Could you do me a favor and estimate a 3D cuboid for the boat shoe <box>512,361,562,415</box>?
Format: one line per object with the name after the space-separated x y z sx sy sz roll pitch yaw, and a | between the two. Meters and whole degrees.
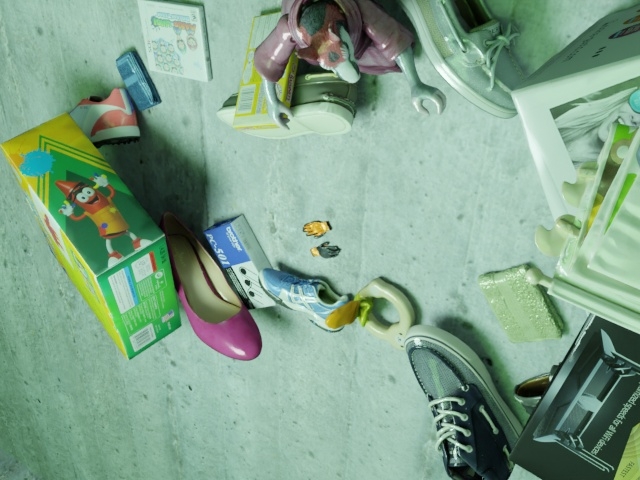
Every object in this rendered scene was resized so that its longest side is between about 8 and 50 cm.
0.426 0.244 1.182 0.079 0.084 0.233 48 138 1 | boat shoe

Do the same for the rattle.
0.130 0.179 1.333 0.130 0.143 0.200 -42 83 27 | rattle

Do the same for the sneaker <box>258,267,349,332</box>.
-0.031 0.106 1.454 0.211 0.080 0.081 27 126 8 | sneaker

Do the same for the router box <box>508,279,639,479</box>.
0.363 0.184 0.718 0.243 0.081 0.309 30 134 19 | router box

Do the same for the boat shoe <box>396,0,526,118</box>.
0.196 -0.316 0.968 0.103 0.118 0.320 -34 87 46 | boat shoe

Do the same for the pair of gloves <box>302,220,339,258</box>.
0.000 0.000 1.398 0.074 0.010 0.083 -7 114 40 | pair of gloves

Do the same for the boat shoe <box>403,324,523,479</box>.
0.253 0.321 1.280 0.127 0.158 0.340 -27 109 44 | boat shoe

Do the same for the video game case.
-0.282 -0.388 1.350 0.157 0.019 0.143 17 127 28 | video game case

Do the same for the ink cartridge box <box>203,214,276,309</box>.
-0.166 0.051 1.534 0.097 0.046 0.207 -15 108 42 | ink cartridge box

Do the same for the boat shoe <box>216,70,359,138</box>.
-0.060 -0.241 1.228 0.305 0.091 0.109 6 164 40 | boat shoe

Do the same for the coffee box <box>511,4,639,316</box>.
0.464 -0.097 0.746 0.334 0.337 0.338 -10 111 41 | coffee box

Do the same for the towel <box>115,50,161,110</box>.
-0.385 -0.331 1.460 0.067 0.029 0.119 -11 111 42 | towel

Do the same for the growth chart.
0.299 -0.027 0.601 0.172 0.021 0.237 34 108 19 | growth chart

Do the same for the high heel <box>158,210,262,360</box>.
-0.254 0.100 1.529 0.377 0.127 0.181 39 146 31 | high heel

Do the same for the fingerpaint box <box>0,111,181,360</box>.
-0.481 0.006 1.528 0.371 0.163 0.445 48 156 20 | fingerpaint box

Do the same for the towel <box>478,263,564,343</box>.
0.343 0.113 1.199 0.110 0.027 0.148 -20 105 43 | towel

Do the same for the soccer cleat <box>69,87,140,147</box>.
-0.524 -0.267 1.573 0.318 0.108 0.116 0 97 39 | soccer cleat

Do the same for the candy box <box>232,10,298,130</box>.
-0.086 -0.287 1.174 0.105 0.027 0.206 4 79 34 | candy box

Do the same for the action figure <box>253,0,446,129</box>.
0.035 -0.296 0.940 0.248 0.370 0.276 -4 104 9 | action figure
